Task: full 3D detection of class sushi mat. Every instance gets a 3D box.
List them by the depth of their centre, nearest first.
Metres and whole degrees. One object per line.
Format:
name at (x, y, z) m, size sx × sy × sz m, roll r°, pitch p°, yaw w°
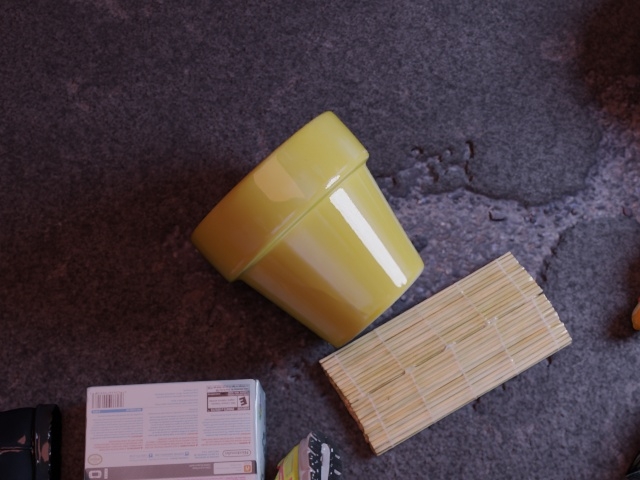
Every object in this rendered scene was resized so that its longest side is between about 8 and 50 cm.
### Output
sushi mat at (0.171, 0.151, 1.342) m, size 0.316 × 0.019 × 0.151 m, roll -29°, pitch 72°, yaw -7°

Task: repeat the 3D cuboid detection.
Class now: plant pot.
plant pot at (0.000, 0.000, 1.294) m, size 0.254 × 0.254 × 0.239 m, roll -43°, pitch 89°, yaw -11°

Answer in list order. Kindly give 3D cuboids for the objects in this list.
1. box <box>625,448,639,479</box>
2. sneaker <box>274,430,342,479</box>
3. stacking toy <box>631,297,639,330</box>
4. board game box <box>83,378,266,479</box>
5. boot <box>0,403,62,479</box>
box at (0.509, 0.286, 1.251) m, size 0.180 × 0.077 × 0.147 m, roll 32°, pitch 76°, yaw 12°
sneaker at (-0.027, 0.342, 1.228) m, size 0.094 × 0.081 × 0.208 m, roll -34°, pitch 26°, yaw 29°
stacking toy at (0.531, 0.014, 1.320) m, size 0.302 × 0.175 × 0.166 m, roll -42°, pitch 68°, yaw 4°
board game box at (-0.181, 0.338, 1.256) m, size 0.224 × 0.097 × 0.303 m, roll -2°, pitch 71°, yaw 1°
boot at (-0.445, 0.330, 1.269) m, size 0.207 × 0.094 × 0.246 m, roll -4°, pitch 65°, yaw -2°
